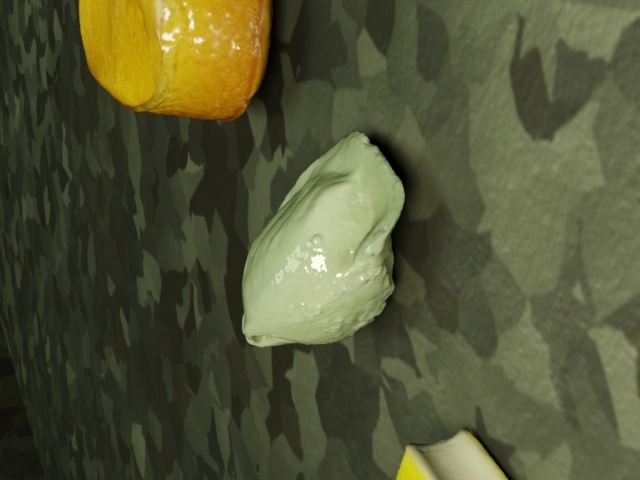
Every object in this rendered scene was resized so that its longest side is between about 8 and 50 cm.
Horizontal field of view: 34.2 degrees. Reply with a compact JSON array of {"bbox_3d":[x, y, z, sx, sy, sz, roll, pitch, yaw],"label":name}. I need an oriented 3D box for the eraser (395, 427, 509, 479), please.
[{"bbox_3d":[0.113,0.259,0.682,0.226,0.069,0.158,52,138,47],"label":"eraser"}]

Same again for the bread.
[{"bbox_3d":[-0.134,-0.216,0.980,0.270,0.143,0.195,36,126,54],"label":"bread"}]

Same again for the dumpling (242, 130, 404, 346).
[{"bbox_3d":[0.009,0.013,0.818,0.108,0.152,0.219,42,137,-13],"label":"dumpling"}]
